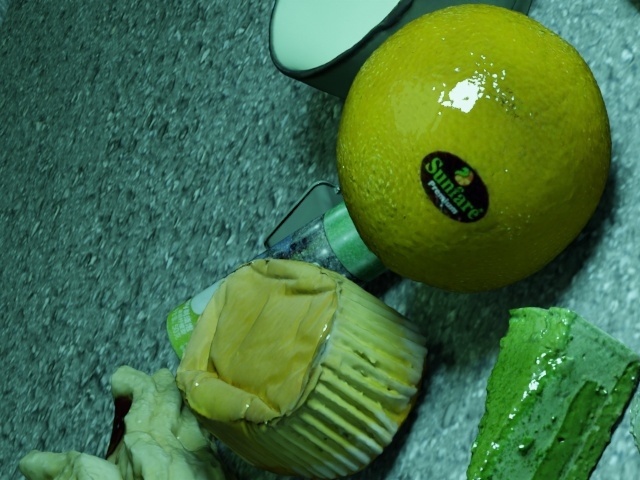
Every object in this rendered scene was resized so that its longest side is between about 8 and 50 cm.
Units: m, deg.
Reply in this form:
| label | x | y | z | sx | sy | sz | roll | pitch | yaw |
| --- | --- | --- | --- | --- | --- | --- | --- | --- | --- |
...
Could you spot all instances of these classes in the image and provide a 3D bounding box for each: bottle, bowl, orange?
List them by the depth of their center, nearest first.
| label | x | y | z | sx | sy | sz | roll | pitch | yaw |
| --- | --- | --- | --- | --- | --- | --- | --- | --- | --- |
| orange | 0.144 | -0.086 | 1.826 | 0.274 | 0.274 | 0.274 | -42 | 30 | 31 |
| bottle | -0.020 | 0.039 | 2.119 | 0.330 | 0.093 | 0.093 | -32 | 34 | 24 |
| bowl | 0.118 | -0.291 | 2.183 | 0.354 | 0.185 | 0.354 | -42 | 30 | 31 |

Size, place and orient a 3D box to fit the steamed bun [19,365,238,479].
| label | x | y | z | sx | sy | sz | roll | pitch | yaw |
| --- | --- | --- | --- | --- | --- | --- | --- | --- | --- |
| steamed bun | -0.234 | 0.305 | 2.178 | 0.247 | 0.189 | 0.428 | -59 | 25 | 17 |

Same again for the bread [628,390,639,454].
| label | x | y | z | sx | sy | sz | roll | pitch | yaw |
| --- | --- | --- | --- | --- | --- | --- | --- | --- | --- |
| bread | 0.331 | 0.110 | 1.495 | 0.232 | 0.064 | 0.172 | -14 | 52 | 54 |

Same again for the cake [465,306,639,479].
| label | x | y | z | sx | sy | sz | roll | pitch | yaw |
| --- | --- | --- | --- | --- | --- | --- | --- | --- | --- |
| cake | 0.189 | 0.175 | 1.634 | 0.099 | 0.100 | 0.235 | -18 | 46 | 55 |

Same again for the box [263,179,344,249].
| label | x | y | z | sx | sy | sz | roll | pitch | yaw |
| --- | --- | --- | --- | --- | --- | --- | --- | --- | --- |
| box | 0.000 | 0.000 | 2.202 | 0.122 | 0.084 | 0.069 | -49 | 34 | 23 |

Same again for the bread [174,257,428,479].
| label | x | y | z | sx | sy | sz | roll | pitch | yaw |
| --- | --- | --- | --- | --- | --- | --- | --- | --- | --- |
| bread | -0.016 | 0.139 | 1.983 | 0.288 | 0.156 | 0.204 | -5 | 56 | 55 |
